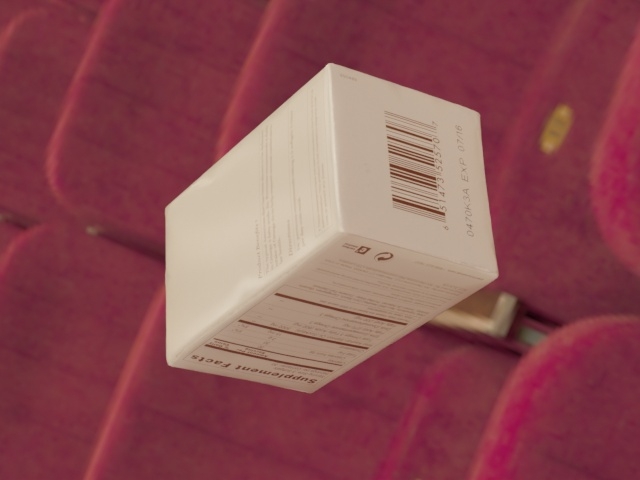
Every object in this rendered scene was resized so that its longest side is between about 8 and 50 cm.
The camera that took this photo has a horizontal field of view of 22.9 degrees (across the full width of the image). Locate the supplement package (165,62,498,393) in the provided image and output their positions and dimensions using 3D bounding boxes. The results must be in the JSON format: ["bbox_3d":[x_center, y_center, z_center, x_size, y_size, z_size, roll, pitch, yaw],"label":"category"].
[{"bbox_3d":[0.000,0.000,0.877,0.179,0.105,0.105,-36,49,46],"label":"supplement package"}]
